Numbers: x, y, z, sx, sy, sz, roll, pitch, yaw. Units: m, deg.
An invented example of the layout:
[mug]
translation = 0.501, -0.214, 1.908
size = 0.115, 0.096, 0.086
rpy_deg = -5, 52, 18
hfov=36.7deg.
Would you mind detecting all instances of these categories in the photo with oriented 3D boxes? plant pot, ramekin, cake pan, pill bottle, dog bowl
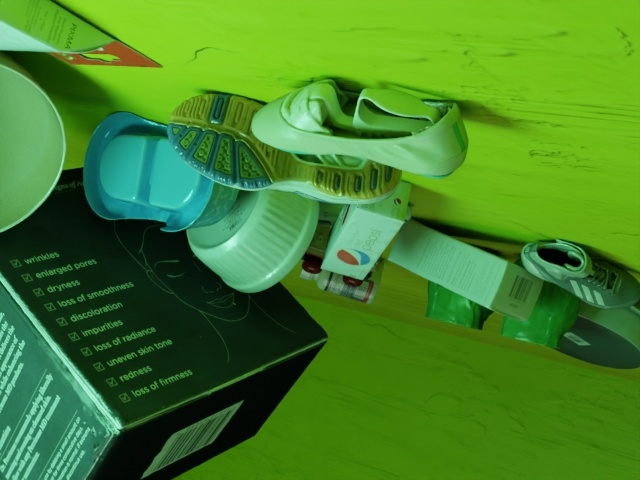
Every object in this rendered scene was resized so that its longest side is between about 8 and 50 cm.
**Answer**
[plant pot]
translation = -0.508, -0.166, 1.307
size = 0.284, 0.284, 0.191
rpy_deg = 24, -157, -42
[ramekin]
translation = -0.113, -0.034, 1.502
size = 0.207, 0.207, 0.109
rpy_deg = 8, 159, 48
[cake pan]
translation = 0.481, 0.157, 1.779
size = 0.293, 0.054, 0.293
rpy_deg = 24, 163, 8
[pill bottle]
translation = 0.048, 0.073, 2.248
size = 0.180, 0.108, 0.108
rpy_deg = 18, 172, -3
[dog bowl]
translation = -0.237, -0.101, 1.450
size = 0.297, 0.166, 0.074
rpy_deg = 10, -179, 40

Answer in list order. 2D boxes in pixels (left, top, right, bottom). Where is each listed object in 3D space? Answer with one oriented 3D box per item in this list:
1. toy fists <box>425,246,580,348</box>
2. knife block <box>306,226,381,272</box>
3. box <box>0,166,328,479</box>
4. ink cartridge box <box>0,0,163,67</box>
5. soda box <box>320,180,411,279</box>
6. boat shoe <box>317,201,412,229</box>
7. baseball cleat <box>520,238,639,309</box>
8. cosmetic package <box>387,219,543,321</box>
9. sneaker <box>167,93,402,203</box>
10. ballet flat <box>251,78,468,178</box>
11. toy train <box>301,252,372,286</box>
[toy fists]
translation = 0.317, 0.093, 1.687
size = 0.279, 0.142, 0.096
rpy_deg = 12, 178, 34
[knife block]
translation = -0.044, -0.032, 1.767
size = 0.242, 0.088, 0.275
rpy_deg = 11, 171, 43
[box]
translation = -0.336, 0.138, 1.558
size = 0.472, 0.297, 0.480
rpy_deg = 48, -146, 19
[ink cartridge box]
translation = -0.328, -0.227, 1.107
size = 0.189, 0.066, 0.232
rpy_deg = 11, 166, 38
[soda box]
translation = 0.065, -0.018, 1.436
size = 0.073, 0.069, 0.216
rpy_deg = 17, 153, -7
[boat shoe]
translation = 0.043, -0.039, 1.567
size = 0.226, 0.076, 0.083
rpy_deg = 11, 171, 37
[baseball cleat]
translation = 0.407, 0.055, 1.465
size = 0.205, 0.072, 0.109
rpy_deg = 17, 173, -6
[cosmetic package]
translation = 0.234, 0.047, 1.577
size = 0.117, 0.086, 0.231
rpy_deg = 22, -178, -43
[sneaker]
translation = -0.046, -0.097, 1.210
size = 0.296, 0.112, 0.131
rpy_deg = 17, 173, 7
[ballet flat]
translation = 0.033, -0.128, 0.994
size = 0.248, 0.086, 0.086
rpy_deg = 12, 171, 23
[toy train]
translation = 0.000, 0.000, 1.892
size = 0.248, 0.105, 0.143
rpy_deg = 18, 162, -6
